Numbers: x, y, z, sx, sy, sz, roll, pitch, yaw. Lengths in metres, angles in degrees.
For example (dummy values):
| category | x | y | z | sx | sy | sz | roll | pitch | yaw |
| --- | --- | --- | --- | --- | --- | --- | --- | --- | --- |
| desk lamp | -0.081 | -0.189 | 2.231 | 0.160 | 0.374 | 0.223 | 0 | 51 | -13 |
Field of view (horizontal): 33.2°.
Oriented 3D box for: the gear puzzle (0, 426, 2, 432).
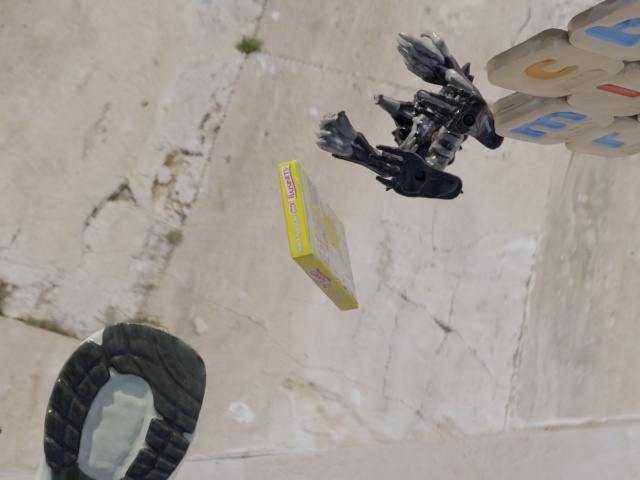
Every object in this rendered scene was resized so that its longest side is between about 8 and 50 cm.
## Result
| category | x | y | z | sx | sy | sz | roll | pitch | yaw |
| --- | --- | --- | --- | --- | --- | --- | --- | --- | --- |
| gear puzzle | -0.511 | 0.203 | 1.281 | 0.175 | 0.339 | 0.044 | 19 | 82 | 25 |

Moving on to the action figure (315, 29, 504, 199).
| category | x | y | z | sx | sy | sz | roll | pitch | yaw |
| --- | --- | --- | --- | --- | --- | --- | --- | --- | --- |
| action figure | 0.091 | -0.123 | 1.066 | 0.141 | 0.276 | 0.164 | 36 | 98 | -9 |

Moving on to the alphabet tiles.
| category | x | y | z | sx | sy | sz | roll | pitch | yaw |
| --- | --- | --- | --- | --- | --- | --- | --- | --- | --- |
| alphabet tiles | 0.241 | -0.104 | 0.607 | 0.284 | 0.277 | 0.021 | -21 | 70 | 49 |

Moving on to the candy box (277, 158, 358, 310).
| category | x | y | z | sx | sy | sz | roll | pitch | yaw |
| --- | --- | --- | --- | --- | --- | --- | --- | --- | --- |
| candy box | 0.000 | 0.000 | 1.142 | 0.027 | 0.206 | 0.105 | -12 | 69 | 11 |

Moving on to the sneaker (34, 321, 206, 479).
| category | x | y | z | sx | sy | sz | roll | pitch | yaw |
| --- | --- | --- | --- | --- | --- | --- | --- | --- | --- |
| sneaker | -0.214 | 0.255 | 1.017 | 0.158 | 0.182 | 0.410 | 28 | 97 | -1 |
